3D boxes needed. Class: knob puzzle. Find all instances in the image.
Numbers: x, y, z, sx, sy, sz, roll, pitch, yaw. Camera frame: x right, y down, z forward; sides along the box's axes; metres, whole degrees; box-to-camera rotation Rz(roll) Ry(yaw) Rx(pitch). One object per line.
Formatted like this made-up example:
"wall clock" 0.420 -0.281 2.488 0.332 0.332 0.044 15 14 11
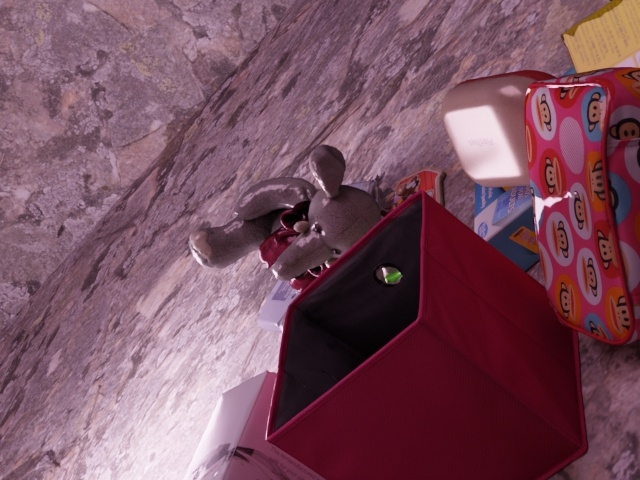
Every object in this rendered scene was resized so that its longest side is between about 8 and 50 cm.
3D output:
"knob puzzle" 0.132 -0.057 2.261 0.213 0.030 0.213 -45 20 22

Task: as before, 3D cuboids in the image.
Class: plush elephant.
"plush elephant" 0.000 0.000 2.093 0.330 0.272 0.255 -39 1 -6

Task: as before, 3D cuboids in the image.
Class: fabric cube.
"fabric cube" 0.125 0.150 1.578 0.254 0.258 0.259 -43 22 29

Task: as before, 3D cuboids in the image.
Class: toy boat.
"toy boat" 0.272 -0.158 1.760 0.151 0.151 0.231 -29 12 -20

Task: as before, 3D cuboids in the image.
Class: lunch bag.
"lunch bag" 0.306 -0.040 1.488 0.120 0.293 0.258 -10 9 -16

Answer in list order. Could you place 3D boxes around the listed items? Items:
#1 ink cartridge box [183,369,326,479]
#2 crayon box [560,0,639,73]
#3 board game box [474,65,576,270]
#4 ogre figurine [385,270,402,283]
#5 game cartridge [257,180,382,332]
"ink cartridge box" -0.064 0.355 1.701 0.129 0.223 0.307 -30 29 49
"crayon box" 0.453 -0.234 1.567 0.318 0.081 0.202 -32 54 30
"board game box" 0.350 -0.135 1.826 0.336 0.079 0.253 -42 22 30
"ogre figurine" 0.157 0.069 1.894 0.118 0.097 0.197 -12 55 45
"game cartridge" 0.002 0.033 2.333 0.294 0.060 0.196 -57 9 -9
